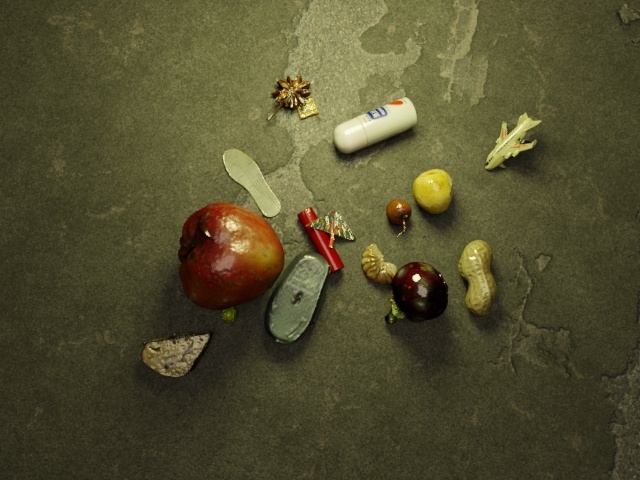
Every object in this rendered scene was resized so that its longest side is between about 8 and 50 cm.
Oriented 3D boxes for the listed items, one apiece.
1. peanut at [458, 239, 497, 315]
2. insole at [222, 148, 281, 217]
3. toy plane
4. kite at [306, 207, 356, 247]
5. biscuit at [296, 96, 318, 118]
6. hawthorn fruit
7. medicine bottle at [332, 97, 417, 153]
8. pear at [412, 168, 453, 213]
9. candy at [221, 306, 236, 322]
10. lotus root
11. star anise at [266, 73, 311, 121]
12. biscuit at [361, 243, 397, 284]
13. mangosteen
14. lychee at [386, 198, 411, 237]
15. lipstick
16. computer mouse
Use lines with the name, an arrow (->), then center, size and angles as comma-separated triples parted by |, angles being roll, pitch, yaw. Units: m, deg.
peanut -> 0.620, 0.148, 1.656 | 0.136, 0.120, 0.298 | -8, 83, 22
insole -> -0.285, -0.244, 1.743 | 0.119, 0.009, 0.348 | -36, 85, -5
toy plane -> 0.772, -0.392, 1.707 | 0.104, 0.242, 0.256 | 16, 120, -18
kite -> 0.046, -0.054, 1.689 | 0.232, 0.009, 0.189 | 19, 58, -21
biscuit -> -0.058, -0.563, 1.781 | 0.083, 0.018, 0.081 | -20, 84, -3
hawthorn fruit -> -0.313, 0.054, 1.543 | 0.403, 0.403, 0.402 | 0, 83, -1
medicine bottle -> 0.213, -0.462, 1.718 | 0.341, 0.130, 0.130 | -23, 84, -3
pear -> 0.455, -0.193, 1.675 | 0.178, 0.178, 0.178 | 0, 83, -1
candy -> -0.338, 0.233, 1.671 | 0.062, 0.058, 0.193 | 10, 71, 32
lotus root -> -0.552, 0.438, 1.624 | 0.261, 0.074, 0.170 | -1, 84, -2
star anise -> -0.146, -0.606, 1.755 | 0.234, 0.073, 0.177 | -23, 66, -5
biscuit -> 0.233, 0.108, 1.683 | 0.118, 0.061, 0.183 | -40, 86, -4
mangosteen -> 0.348, 0.218, 1.601 | 0.289, 0.231, 0.231 | -42, 85, 16
lychee -> 0.319, -0.102, 1.688 | 0.114, 0.101, 0.140 | -46, 70, 26
lipstick -> 0.001, -0.001, 1.686 | 0.073, 0.073, 0.279 | -29, 83, -4
computer mouse -> -0.086, 0.220, 1.638 | 0.203, 0.114, 0.374 | 28, 91, 0
